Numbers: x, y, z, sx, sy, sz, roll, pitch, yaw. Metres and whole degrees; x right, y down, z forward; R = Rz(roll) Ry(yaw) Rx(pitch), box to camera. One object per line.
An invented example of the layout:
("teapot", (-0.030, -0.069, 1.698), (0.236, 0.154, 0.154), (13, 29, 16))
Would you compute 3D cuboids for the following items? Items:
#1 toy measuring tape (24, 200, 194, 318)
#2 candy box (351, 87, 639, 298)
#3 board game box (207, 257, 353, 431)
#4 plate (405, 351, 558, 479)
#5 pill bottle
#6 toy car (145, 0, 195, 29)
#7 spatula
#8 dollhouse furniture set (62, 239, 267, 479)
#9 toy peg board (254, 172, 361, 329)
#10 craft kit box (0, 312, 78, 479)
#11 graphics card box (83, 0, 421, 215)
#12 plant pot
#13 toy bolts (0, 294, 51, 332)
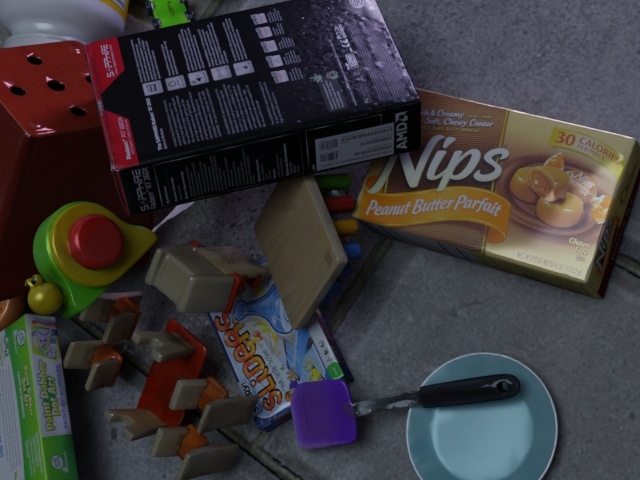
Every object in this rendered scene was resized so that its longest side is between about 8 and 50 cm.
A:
("toy measuring tape", (-0.263, -0.027, 1.612), (0.121, 0.121, 0.330), (19, 48, 28))
("candy box", (0.215, -0.064, 1.548), (0.316, 0.087, 0.183), (17, 81, 29))
("board game box", (-0.059, 0.127, 1.647), (0.136, 0.035, 0.201), (-33, 63, 12))
("plate", (0.192, 0.226, 1.508), (0.188, 0.024, 0.188), (-8, 71, 24))
("pill bottle", (-0.370, -0.391, 1.864), (0.188, 0.188, 0.334), (1, 75, 25))
("toy car", (-0.196, -0.275, 1.805), (0.239, 0.053, 0.225), (-15, 50, -9))
("spatula", (0.097, 0.193, 1.528), (0.296, 0.030, 0.084), (-12, 89, 19))
("dollhouse furniture set", (-0.176, 0.137, 1.635), (0.262, 0.135, 0.259), (36, 114, 35))
("toy peg board", (0.000, 0.000, 1.586), (0.160, 0.079, 0.161), (67, 148, 27))
("craft kit box", (-0.433, 0.259, 1.725), (0.247, 0.061, 0.250), (-31, 62, 40))
("graphics card box", (-0.084, -0.177, 1.548), (0.371, 0.094, 0.233), (-15, 50, -7))
("plant pot", (-0.372, -0.114, 1.686), (0.267, 0.267, 0.235), (47, 131, 28))
("toy bolts", (-0.440, 0.004, 1.791), (0.218, 0.158, 0.228), (-39, 63, 10))
